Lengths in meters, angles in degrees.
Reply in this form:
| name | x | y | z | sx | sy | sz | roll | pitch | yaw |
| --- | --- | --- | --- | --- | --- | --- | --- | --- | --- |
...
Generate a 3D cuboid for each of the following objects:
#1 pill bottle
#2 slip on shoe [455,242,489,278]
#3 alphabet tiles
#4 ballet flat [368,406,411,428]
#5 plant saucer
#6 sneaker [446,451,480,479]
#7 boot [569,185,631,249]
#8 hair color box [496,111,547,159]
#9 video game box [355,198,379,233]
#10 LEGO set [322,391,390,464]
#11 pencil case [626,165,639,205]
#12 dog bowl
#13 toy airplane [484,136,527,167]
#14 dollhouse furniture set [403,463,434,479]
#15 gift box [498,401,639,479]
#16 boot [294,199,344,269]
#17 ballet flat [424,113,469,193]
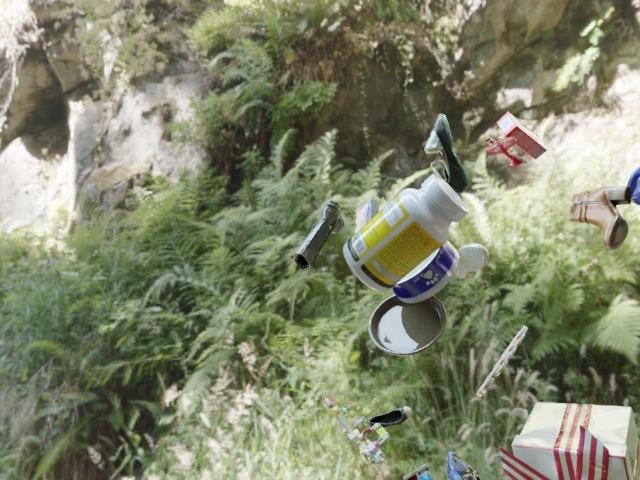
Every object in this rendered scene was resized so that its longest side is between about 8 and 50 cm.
| name | x | y | z | sx | sy | sz | roll | pitch | yaw |
| --- | --- | --- | --- | --- | --- | --- | --- | --- | --- |
| pill bottle | 0.238 | -0.022 | 1.380 | 0.334 | 0.188 | 0.188 | -43 | -31 | 23 |
| slip on shoe | 0.636 | 0.074 | 2.062 | 0.101 | 0.123 | 0.331 | -34 | -15 | -8 |
| alphabet tiles | 0.653 | 0.436 | 1.774 | 0.021 | 0.284 | 0.278 | 35 | -19 | 21 |
| ballet flat | 0.268 | 0.683 | 1.892 | 0.173 | 0.057 | 0.049 | -23 | -40 | 4 |
| plant saucer | 0.306 | 0.293 | 1.729 | 0.278 | 0.277 | 0.041 | -11 | -50 | 21 |
| sneaker | 0.466 | 0.764 | 1.605 | 0.091 | 0.081 | 0.232 | 6 | 3 | 7 |
| boot | 0.771 | -0.060 | 1.379 | 0.073 | 0.197 | 0.152 | 34 | -21 | -29 |
| hair color box | 0.680 | -0.353 | 1.663 | 0.167 | 0.093 | 0.053 | 27 | -53 | -28 |
| video game box | 0.211 | -0.076 | 2.260 | 0.048 | 0.187 | 0.205 | 4 | -12 | -15 |
| LEGO set | 0.129 | 0.602 | 1.625 | 0.107 | 0.287 | 0.132 | -36 | -49 | -11 |
| pencil case | 0.973 | -0.100 | 1.308 | 0.119 | 0.133 | 0.306 | -8 | 29 | -18 |
| dog bowl | 0.347 | 0.087 | 1.735 | 0.104 | 0.265 | 0.265 | 46 | -38 | -19 |
| toy airplane | 0.577 | -0.275 | 1.528 | 0.151 | 0.151 | 0.028 | -2 | -42 | -12 |
| dollhouse furniture set | 0.239 | 0.650 | 1.174 | 0.129 | 0.183 | 0.129 | -34 | -37 | 8 |
| gift box | 0.575 | 0.510 | 1.115 | 0.255 | 0.276 | 0.258 | -17 | 2 | 37 |
| boot | -0.002 | 0.000 | 1.484 | 0.076 | 0.208 | 0.189 | 16 | -22 | 17 |
| ballet flat | 0.403 | -0.284 | 1.622 | 0.096 | 0.280 | 0.095 | -16 | -15 | 2 |
